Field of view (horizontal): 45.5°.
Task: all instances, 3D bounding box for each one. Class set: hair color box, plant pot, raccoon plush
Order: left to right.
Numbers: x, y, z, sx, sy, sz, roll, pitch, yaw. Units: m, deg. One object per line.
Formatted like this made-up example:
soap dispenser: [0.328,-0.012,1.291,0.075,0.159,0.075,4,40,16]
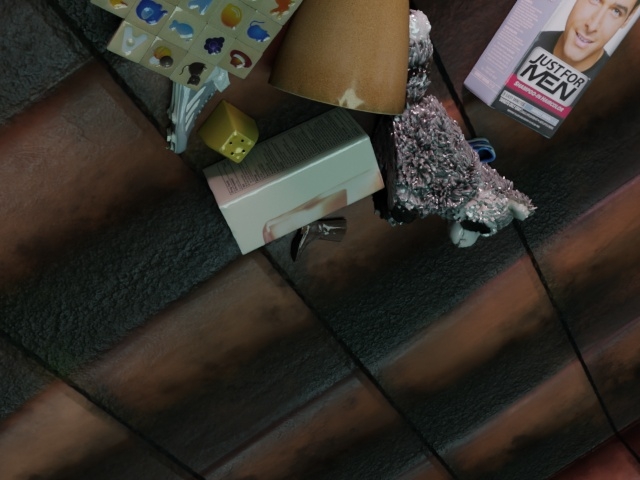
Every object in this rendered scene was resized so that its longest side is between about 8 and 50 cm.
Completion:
plant pot: [-0.160,-0.186,1.371,0.081,0.083,0.081,30,109,-36]
plant pot: [0.055,-0.360,1.265,0.237,0.237,0.254,5,109,-26]
raccoon plush: [0.270,-0.190,1.438,0.299,0.216,0.446,-1,124,-12]
hair color box: [0.466,-0.404,1.462,0.185,0.113,0.374,19,114,-32]

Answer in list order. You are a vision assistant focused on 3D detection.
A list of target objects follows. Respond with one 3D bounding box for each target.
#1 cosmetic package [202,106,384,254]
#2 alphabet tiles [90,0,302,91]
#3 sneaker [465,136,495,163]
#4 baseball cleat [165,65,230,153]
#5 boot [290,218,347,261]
cosmetic package: [-0.051,-0.115,1.426,0.296,0.153,0.129,-24,129,-4]
alphabet tiles: [-0.164,-0.387,1.149,0.285,0.011,0.342,19,123,-40]
sneaker: [0.298,-0.177,1.589,0.144,0.059,0.053,-15,130,-11]
baseball cleat: [-0.211,-0.244,1.315,0.109,0.072,0.205,-3,125,-21]
boot: [0.000,0.000,1.607,0.114,0.037,0.106,-1,126,-28]
